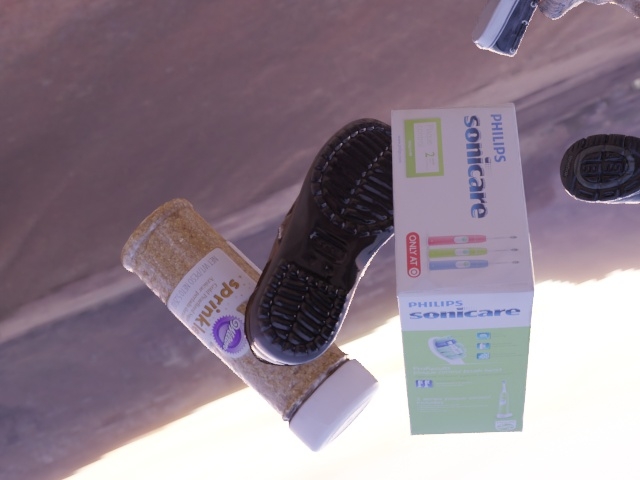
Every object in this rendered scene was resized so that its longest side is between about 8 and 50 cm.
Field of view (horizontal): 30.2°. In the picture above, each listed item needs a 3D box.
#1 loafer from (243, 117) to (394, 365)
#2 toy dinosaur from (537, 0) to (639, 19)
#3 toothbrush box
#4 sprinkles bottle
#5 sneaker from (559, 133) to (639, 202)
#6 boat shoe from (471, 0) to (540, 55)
[{"bbox_3d":[0.000,0.000,1.418,0.366,0.134,0.130,-57,-173,-32],"label":"loafer"},{"bbox_3d":[0.277,-0.173,0.675,0.296,0.200,0.127,-16,162,0],"label":"toy dinosaur"},{"bbox_3d":[0.135,0.037,1.144,0.122,0.206,0.283,-2,147,4],"label":"toothbrush box"},{"bbox_3d":[-0.090,0.103,1.491,0.121,0.355,0.121,-44,167,-13],"label":"sprinkles bottle"},{"bbox_3d":[0.459,-0.096,1.527,0.286,0.109,0.130,3,178,19],"label":"sneaker"},{"bbox_3d":[0.290,-0.346,1.592,0.228,0.076,0.080,-61,-165,26],"label":"boat shoe"}]
